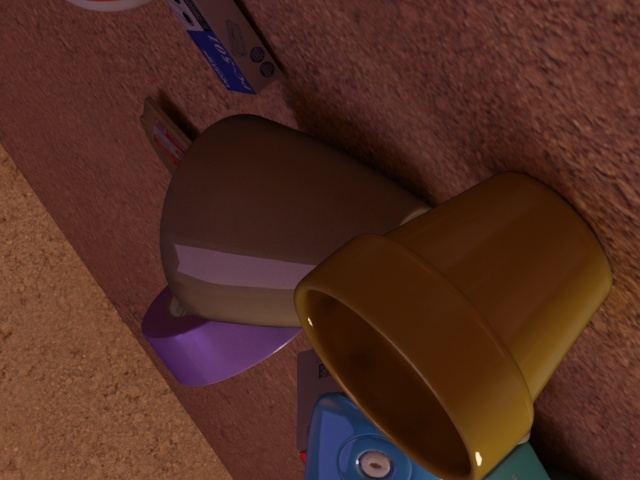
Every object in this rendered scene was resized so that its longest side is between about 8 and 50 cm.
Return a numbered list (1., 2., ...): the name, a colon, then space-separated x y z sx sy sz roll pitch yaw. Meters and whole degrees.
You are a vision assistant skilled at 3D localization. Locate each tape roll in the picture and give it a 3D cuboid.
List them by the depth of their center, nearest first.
1. tape roll: -0.112 0.081 1.993 0.090 0.275 0.275 56 162 -18

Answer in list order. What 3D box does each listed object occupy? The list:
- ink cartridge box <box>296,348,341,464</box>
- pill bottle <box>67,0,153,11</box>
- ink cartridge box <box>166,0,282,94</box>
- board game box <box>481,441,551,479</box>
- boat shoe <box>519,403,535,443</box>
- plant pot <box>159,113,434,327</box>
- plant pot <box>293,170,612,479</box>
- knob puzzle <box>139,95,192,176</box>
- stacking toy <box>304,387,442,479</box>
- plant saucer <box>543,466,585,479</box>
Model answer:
1. ink cartridge box: 0.078 0.341 2.085 0.272 0.130 0.309 -90 -22 -52
2. pill bottle: -0.238 -0.399 1.461 0.181 0.181 0.323 40 160 29
3. ink cartridge box: -0.134 -0.269 1.688 0.207 0.046 0.097 55 165 -23
4. board game box: 0.246 0.376 1.897 0.254 0.079 0.336 16 142 60
5. boat shoe: 0.139 0.120 1.731 0.324 0.117 0.096 40 116 34
6. plant pot: 0.000 0.000 1.652 0.274 0.256 0.256 14 144 37
7. plant pot: 0.144 0.067 1.381 0.254 0.239 0.254 45 162 19
8. knob puzzle: -0.207 -0.129 2.210 0.213 0.030 0.213 43 162 18
9. stacking toy: 0.099 0.200 1.821 0.175 0.302 0.165 13 119 8
10. plant saucer: 0.372 0.407 1.861 0.317 0.044 0.317 45 162 19
